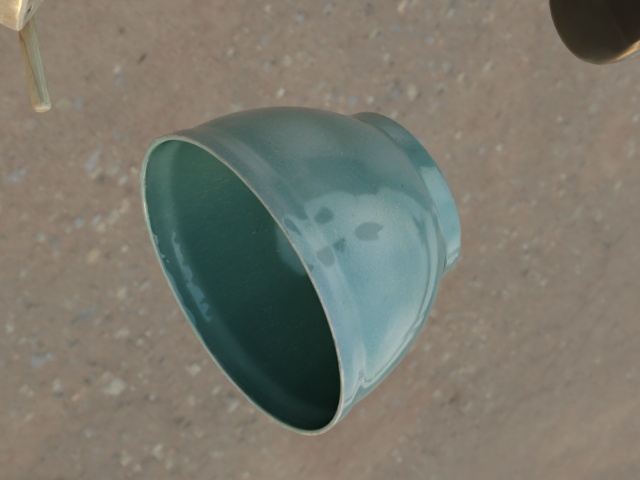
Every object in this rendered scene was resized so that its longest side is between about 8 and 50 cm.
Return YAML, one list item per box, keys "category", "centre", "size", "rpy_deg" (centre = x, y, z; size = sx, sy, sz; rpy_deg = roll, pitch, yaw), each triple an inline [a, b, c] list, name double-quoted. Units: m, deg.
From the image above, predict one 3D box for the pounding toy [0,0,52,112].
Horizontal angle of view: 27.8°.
- category: "pounding toy"
  centre: [-0.174, -0.169, 0.693]
  size: [0.100, 0.141, 0.130]
  rpy_deg: [-58, -174, 50]

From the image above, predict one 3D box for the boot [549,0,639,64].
- category: "boot"
  centre: [0.256, -0.164, 0.622]
  size: [0.229, 0.091, 0.263]
  rpy_deg: [-11, 168, -39]

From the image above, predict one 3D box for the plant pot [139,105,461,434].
- category: "plant pot"
  centre: [0.000, 0.000, 1.165]
  size: [0.196, 0.293, 0.293]
  rpy_deg: [-29, 145, -27]
